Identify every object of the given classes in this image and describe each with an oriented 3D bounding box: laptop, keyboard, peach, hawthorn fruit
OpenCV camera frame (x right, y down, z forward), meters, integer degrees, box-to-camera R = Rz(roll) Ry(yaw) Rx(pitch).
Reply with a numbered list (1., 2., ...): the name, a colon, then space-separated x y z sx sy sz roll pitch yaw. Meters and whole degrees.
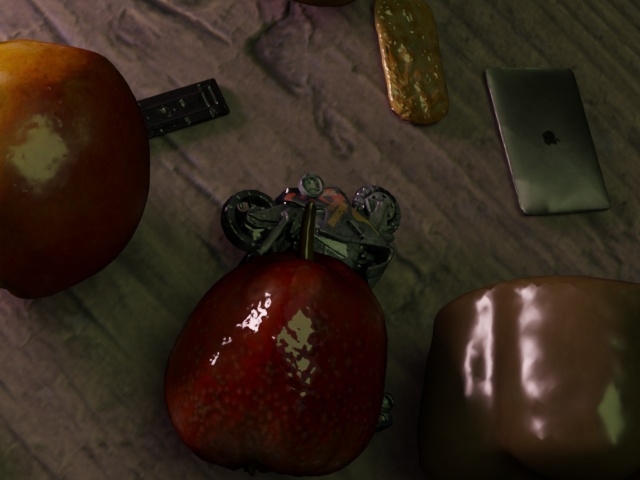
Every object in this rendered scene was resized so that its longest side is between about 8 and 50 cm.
1. laptop: 0.385 -0.172 1.980 0.187 0.015 0.269 -5 73 -25
2. keyboard: -0.232 -0.186 1.717 0.204 0.013 0.061 -22 81 -29
3. peach: -0.357 -0.099 1.470 0.307 0.308 0.332 22 73 -15
4. hawthorn fruit: -0.049 0.129 1.498 0.284 0.285 0.369 8 99 -21

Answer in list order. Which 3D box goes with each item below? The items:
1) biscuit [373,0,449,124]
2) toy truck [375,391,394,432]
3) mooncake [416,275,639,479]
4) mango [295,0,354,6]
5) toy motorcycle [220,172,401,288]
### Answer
1. biscuit: 0.151 -0.305 1.920 0.118 0.029 0.247 -1 71 -24
2. toy truck: 0.036 0.179 1.662 0.088 0.074 0.202 -13 76 -22
3. mooncake: 0.359 0.231 1.570 0.467 0.467 0.262 15 65 -18
4. mango: -0.056 -0.521 1.815 0.225 0.201 0.382 -43 88 -20
5. toy motorcycle: 0.000 0.000 1.693 0.307 0.108 0.173 -6 72 -31
